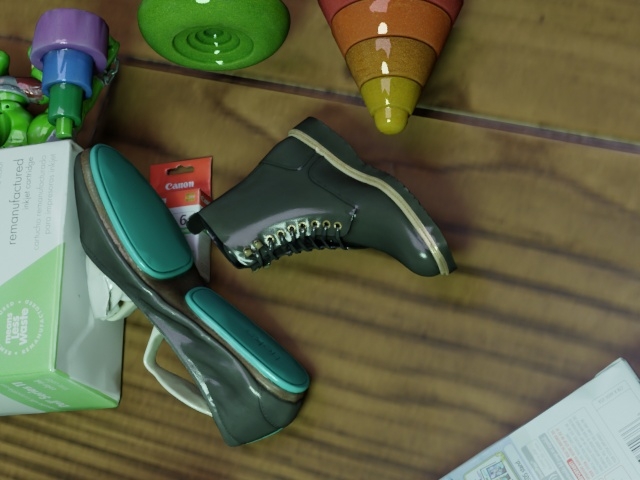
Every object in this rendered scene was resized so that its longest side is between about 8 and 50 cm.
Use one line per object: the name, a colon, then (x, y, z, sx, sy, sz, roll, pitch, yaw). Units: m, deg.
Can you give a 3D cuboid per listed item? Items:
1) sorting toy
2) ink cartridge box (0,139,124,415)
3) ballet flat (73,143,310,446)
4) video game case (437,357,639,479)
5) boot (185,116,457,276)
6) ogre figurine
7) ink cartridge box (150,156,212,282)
sorting toy: (-0.064, -0.134, 1.348, 0.365, 0.127, 0.126, -4, 68, 11)
ink cartridge box: (-0.349, 0.045, 1.428, 0.353, 0.119, 0.207, -7, 70, 21)
ballet flat: (-0.128, 0.052, 1.328, 0.096, 0.095, 0.280, -46, 73, 21)
video game case: (0.186, 0.260, 1.156, 0.244, 0.061, 0.269, -34, 62, 6)
boot: (0.000, 0.000, 1.306, 0.137, 0.077, 0.198, -38, 46, -14)
ogre figurine: (-0.272, -0.114, 1.470, 0.197, 0.097, 0.118, 0, 59, 11)
ink cartridge box: (-0.126, -0.019, 1.408, 0.063, 0.029, 0.115, -7, 70, 20)
